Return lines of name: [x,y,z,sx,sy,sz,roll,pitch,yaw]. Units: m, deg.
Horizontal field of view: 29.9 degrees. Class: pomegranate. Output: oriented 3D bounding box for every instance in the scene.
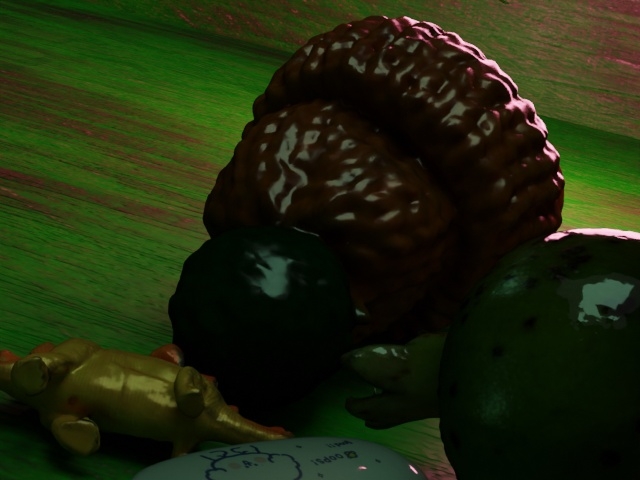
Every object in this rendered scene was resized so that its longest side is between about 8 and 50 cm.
pomegranate: [0.141,0.091,0.750,0.263,0.211,0.211,7,11,27]

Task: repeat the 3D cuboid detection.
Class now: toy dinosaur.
toy dinosaur: [-0.146,0.092,0.760,0.288,0.071,0.117,16,5,-2]

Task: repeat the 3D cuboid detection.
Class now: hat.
hat: [0.000,0.000,0.980,0.285,0.285,0.400,23,42,33]

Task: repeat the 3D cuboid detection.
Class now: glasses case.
glasses case: [-0.020,0.148,0.688,0.197,0.049,0.076,1,19,-39]

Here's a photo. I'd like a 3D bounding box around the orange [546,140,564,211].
orange: [0.163,-0.049,1.282,0.206,0.206,0.206,12,15,-3]
